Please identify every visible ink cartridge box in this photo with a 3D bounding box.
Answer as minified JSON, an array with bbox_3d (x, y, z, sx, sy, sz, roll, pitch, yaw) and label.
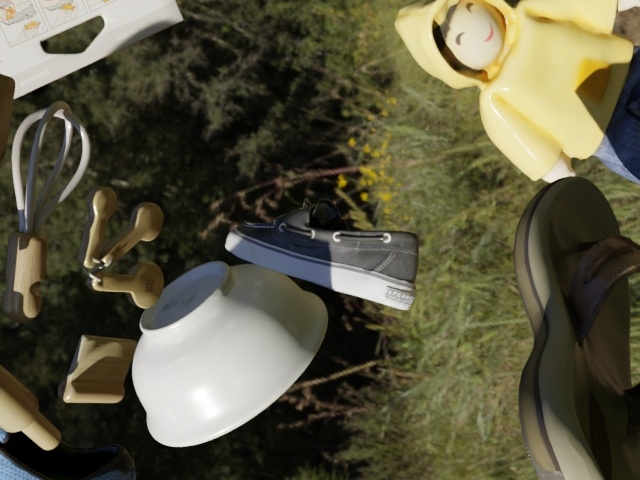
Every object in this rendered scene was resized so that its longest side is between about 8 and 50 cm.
[{"bbox_3d":[-0.345,-0.338,1.068,0.066,0.296,0.261,29,144,50],"label":"ink cartridge box"}]

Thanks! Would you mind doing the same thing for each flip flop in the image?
[{"bbox_3d":[0.166,0.051,0.495,0.080,0.112,0.277,-31,18,29],"label":"flip flop"}]

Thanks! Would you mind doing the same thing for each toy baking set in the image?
[{"bbox_3d":[-0.190,0.019,0.592,0.030,0.256,0.197,9,60,29],"label":"toy baking set"}]

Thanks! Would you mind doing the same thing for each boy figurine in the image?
[{"bbox_3d":[0.198,-0.132,0.687,0.177,0.285,0.092,-64,8,7],"label":"boy figurine"}]

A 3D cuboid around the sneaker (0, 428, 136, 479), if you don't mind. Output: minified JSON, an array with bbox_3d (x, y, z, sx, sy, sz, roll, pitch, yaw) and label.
[{"bbox_3d":[-0.319,0.193,0.767,0.130,0.329,0.147,-126,51,-71],"label":"sneaker"}]

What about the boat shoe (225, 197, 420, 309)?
[{"bbox_3d":[0.000,0.000,0.787,0.228,0.080,0.076,16,89,51],"label":"boat shoe"}]

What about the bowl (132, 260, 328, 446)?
[{"bbox_3d":[-0.147,0.122,1.184,0.297,0.134,0.298,-28,23,13],"label":"bowl"}]
